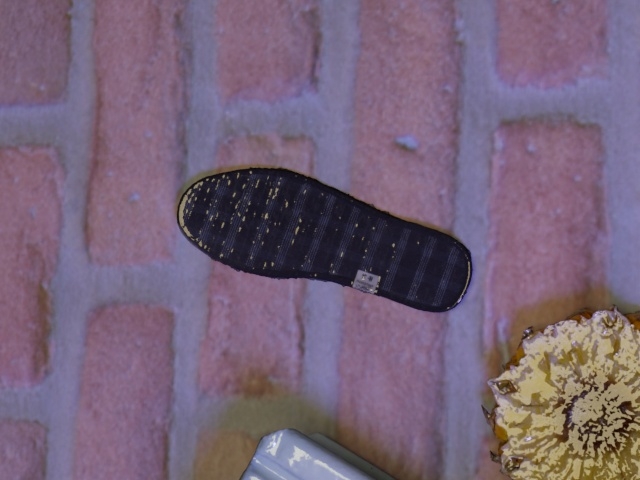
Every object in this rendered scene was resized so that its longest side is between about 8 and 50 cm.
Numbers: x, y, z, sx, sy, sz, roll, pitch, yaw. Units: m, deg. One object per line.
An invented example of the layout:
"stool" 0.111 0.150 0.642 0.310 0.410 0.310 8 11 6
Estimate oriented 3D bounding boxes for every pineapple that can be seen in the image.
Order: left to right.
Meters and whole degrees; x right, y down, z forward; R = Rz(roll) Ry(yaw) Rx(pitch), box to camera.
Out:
"pineapple" 0.246 0.154 1.380 0.221 0.047 0.221 -3 82 20

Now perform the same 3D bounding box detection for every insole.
"insole" 0.000 0.000 1.513 0.309 0.012 0.110 19 89 23

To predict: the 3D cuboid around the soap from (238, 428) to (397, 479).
"soap" 0.044 0.303 1.414 0.289 0.095 0.173 30 94 21
